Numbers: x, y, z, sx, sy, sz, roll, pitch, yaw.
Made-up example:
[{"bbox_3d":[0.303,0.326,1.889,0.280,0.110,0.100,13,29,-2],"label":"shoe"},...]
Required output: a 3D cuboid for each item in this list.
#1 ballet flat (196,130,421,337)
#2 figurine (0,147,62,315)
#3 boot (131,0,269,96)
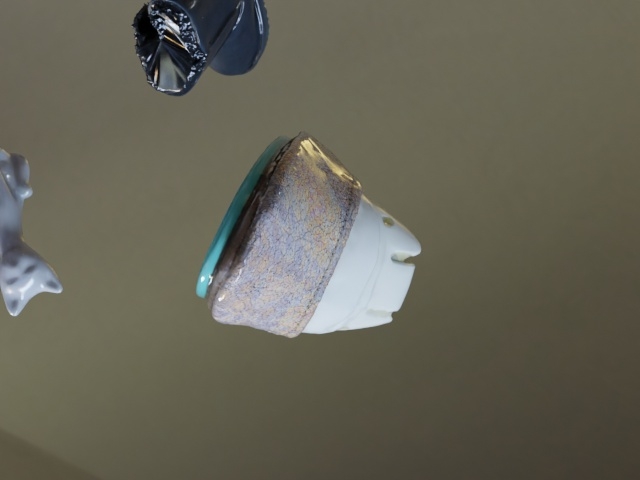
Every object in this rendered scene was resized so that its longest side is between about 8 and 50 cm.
[{"bbox_3d":[0.000,0.000,0.961,0.316,0.106,0.107,-85,-160,-84],"label":"ballet flat"},{"bbox_3d":[-0.426,0.014,2.072,0.215,0.092,0.209,-23,-111,1],"label":"figurine"},{"bbox_3d":[-0.138,-0.231,1.978,0.094,0.246,0.207,23,-128,11],"label":"boot"}]
